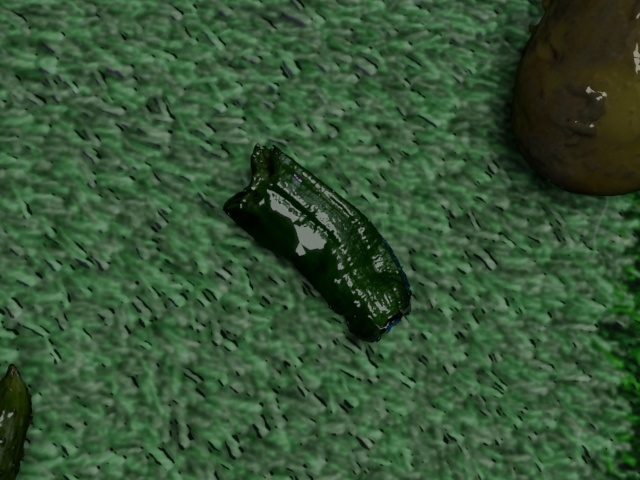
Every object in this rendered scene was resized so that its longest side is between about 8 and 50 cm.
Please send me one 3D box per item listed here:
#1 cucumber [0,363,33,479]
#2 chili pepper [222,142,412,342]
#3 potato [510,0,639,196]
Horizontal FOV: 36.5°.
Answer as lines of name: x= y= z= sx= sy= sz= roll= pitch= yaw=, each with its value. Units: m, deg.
cucumber: x=-0.305 y=0.222 z=0.868 sx=0.069 sy=0.069 sz=0.227 roll=16 pitch=77 yaw=-6
chili pepper: x=0.000 y=0.000 z=0.952 sx=0.098 sy=0.061 sz=0.224 roll=-44 pitch=88 yaw=-8
potato: x=0.305 y=-0.168 z=0.960 sx=0.229 sy=0.229 sz=0.266 roll=30 pitch=86 yaw=-3
